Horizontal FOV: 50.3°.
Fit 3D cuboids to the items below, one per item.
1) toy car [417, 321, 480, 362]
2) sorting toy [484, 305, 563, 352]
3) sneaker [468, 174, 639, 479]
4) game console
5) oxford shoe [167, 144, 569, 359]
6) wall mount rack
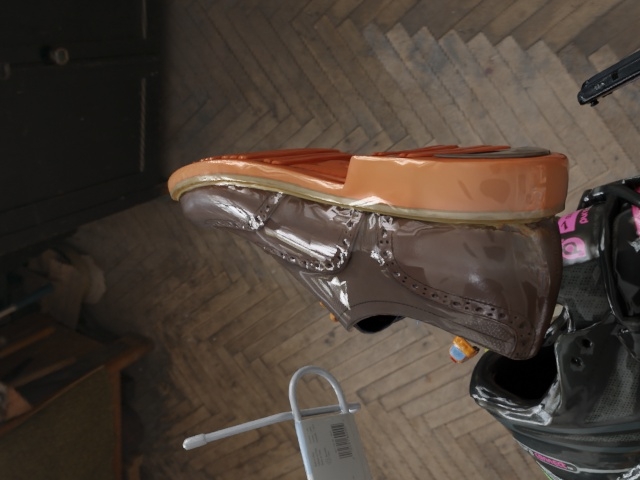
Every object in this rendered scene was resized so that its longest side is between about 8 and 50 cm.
[{"bbox_3d":[0.178,0.135,0.996,0.122,0.060,0.040,42,93,5],"label":"toy car"},{"bbox_3d":[0.336,0.111,0.794,0.274,0.046,0.132,-24,136,13],"label":"sorting toy"},{"bbox_3d":[0.261,0.026,0.482,0.202,0.185,0.483,31,127,6],"label":"sneaker"},{"bbox_3d":[0.494,-0.260,0.866,0.361,0.213,0.044,-27,80,63],"label":"game console"},{"bbox_3d":[0.000,0.000,0.500,0.363,0.129,0.133,9,106,49],"label":"oxford shoe"},{"bbox_3d":[-0.039,0.389,1.090,0.130,0.304,0.350,-42,56,44],"label":"wall mount rack"}]
